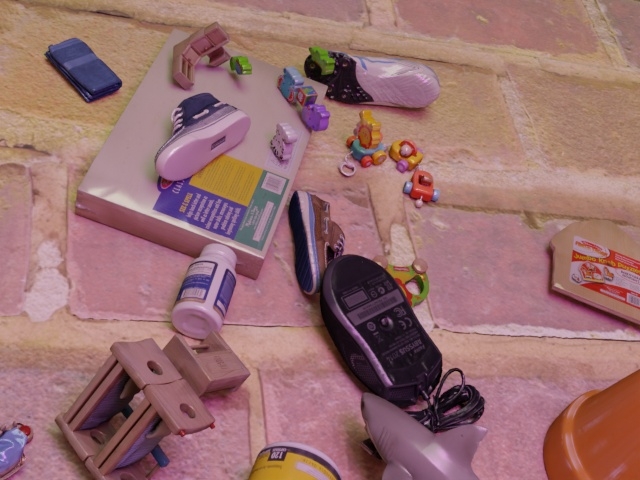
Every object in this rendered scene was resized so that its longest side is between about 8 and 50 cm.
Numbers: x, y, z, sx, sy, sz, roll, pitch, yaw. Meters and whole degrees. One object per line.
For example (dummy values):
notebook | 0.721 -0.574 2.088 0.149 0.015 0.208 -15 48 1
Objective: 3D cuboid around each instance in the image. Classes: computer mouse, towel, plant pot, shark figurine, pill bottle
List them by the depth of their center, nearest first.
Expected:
pill bottle | -0.047 0.317 1.034 0.103 0.103 0.184 23 45 0
shark figurine | 0.173 0.262 1.092 0.278 0.116 0.166 33 16 -4
plant pot | 0.415 0.251 1.210 0.205 0.188 0.205 11 47 -12
pill bottle | -0.146 0.063 1.247 0.067 0.067 0.120 19 46 -4
computer mouse | 0.078 0.147 1.264 0.188 0.072 0.272 -17 70 -35
towel | -0.364 -0.264 1.482 0.067 0.029 0.119 -30 65 -38

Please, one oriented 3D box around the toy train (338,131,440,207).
toy train | 0.117 -0.125 1.529 0.166 0.046 0.125 18 46 -5

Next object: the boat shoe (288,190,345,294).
boat shoe | 0.000 0.000 1.360 0.066 0.066 0.183 7 48 -17

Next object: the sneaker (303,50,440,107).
sneaker | 0.086 -0.276 1.639 0.237 0.085 0.086 9 21 -8

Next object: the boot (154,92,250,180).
boot | -0.188 -0.149 1.357 0.086 0.069 0.190 32 38 18

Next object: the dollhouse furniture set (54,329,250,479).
dollhouse furniture set | -0.173 0.199 1.105 0.129 0.129 0.183 48 21 22

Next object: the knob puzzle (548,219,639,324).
knob puzzle | 0.447 0.042 1.518 0.213 0.030 0.213 10 47 -11

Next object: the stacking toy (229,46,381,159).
stacking toy | -0.027 -0.216 1.485 0.167 0.052 0.221 -11 53 -31

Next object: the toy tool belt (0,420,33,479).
toy tool belt | -0.340 0.223 1.042 0.052 0.051 0.083 32 46 8

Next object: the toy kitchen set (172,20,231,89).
toy kitchen set | -0.172 -0.272 1.468 0.068 0.083 0.075 44 30 -41

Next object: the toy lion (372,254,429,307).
toy lion | 0.108 0.071 1.366 0.100 0.034 0.096 4 56 -18

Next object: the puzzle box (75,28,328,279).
puzzle box | -0.163 -0.144 1.436 0.272 0.052 0.409 21 46 -3
